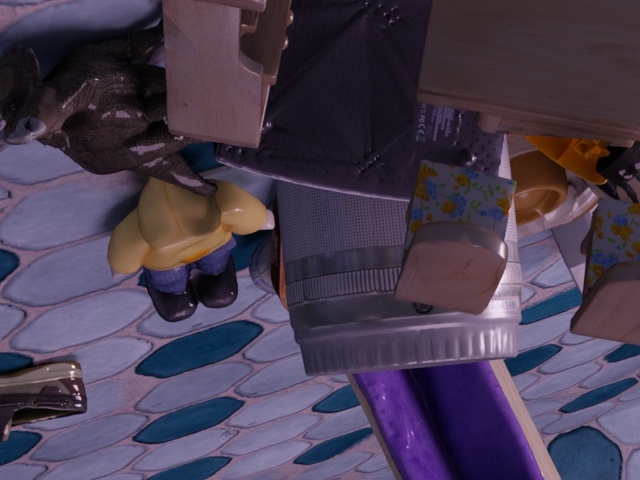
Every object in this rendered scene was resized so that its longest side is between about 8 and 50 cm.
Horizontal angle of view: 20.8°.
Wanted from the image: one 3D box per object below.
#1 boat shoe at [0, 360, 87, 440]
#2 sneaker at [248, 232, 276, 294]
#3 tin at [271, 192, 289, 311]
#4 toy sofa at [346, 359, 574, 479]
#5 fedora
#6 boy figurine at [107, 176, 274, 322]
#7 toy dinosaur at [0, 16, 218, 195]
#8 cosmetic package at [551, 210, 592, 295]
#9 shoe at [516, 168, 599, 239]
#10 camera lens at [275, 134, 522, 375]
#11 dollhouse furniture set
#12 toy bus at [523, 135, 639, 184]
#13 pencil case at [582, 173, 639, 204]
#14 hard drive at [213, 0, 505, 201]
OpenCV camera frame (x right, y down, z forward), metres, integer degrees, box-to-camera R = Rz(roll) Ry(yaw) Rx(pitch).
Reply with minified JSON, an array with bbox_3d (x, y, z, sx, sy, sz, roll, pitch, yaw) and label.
[{"bbox_3d":[-0.387,0.204,2.091,0.224,0.073,0.080,-15,160,-20],"label":"boat shoe"},{"bbox_3d":[0.027,-0.003,1.982,0.237,0.085,0.086,-18,-173,-17],"label":"sneaker"},{"bbox_3d":[0.000,0.000,1.878,0.106,0.040,0.189,-9,127,-17],"label":"tin"},{"bbox_3d":[0.168,0.216,2.284,0.150,0.362,0.177,-36,162,37],"label":"toy sofa"},{"bbox_3d":[0.223,-0.067,1.960,0.194,0.079,0.194,-20,163,-6],"label":"fedora"},{"bbox_3d":[-0.130,-0.004,1.772,0.177,0.092,0.285,-16,164,-8],"label":"boy figurine"},{"bbox_3d":[-0.171,-0.108,1.448,0.160,0.121,0.313,-13,168,13],"label":"toy dinosaur"},{"bbox_3d":[0.354,0.014,2.335,0.060,0.098,0.239,-25,161,8],"label":"cosmetic package"},{"bbox_3d":[0.259,-0.045,2.102,0.219,0.076,0.058,-33,164,36],"label":"shoe"},{"bbox_3d":[0.072,-0.019,1.618,0.219,0.274,0.219,-5,174,-1],"label":"camera lens"},{"bbox_3d":[0.100,-0.161,1.207,0.394,0.362,0.256,10,161,0],"label":"dollhouse furniture set"},{"bbox_3d":[0.298,-0.183,1.626,0.211,0.149,0.220,-54,-174,-25],"label":"toy bus"},{"bbox_3d":[0.410,-0.078,1.995,0.160,0.183,0.410,-23,161,18],"label":"pencil case"},{"bbox_3d":[0.037,-0.124,1.454,0.255,0.172,0.054,8,-177,-22],"label":"hard drive"}]
